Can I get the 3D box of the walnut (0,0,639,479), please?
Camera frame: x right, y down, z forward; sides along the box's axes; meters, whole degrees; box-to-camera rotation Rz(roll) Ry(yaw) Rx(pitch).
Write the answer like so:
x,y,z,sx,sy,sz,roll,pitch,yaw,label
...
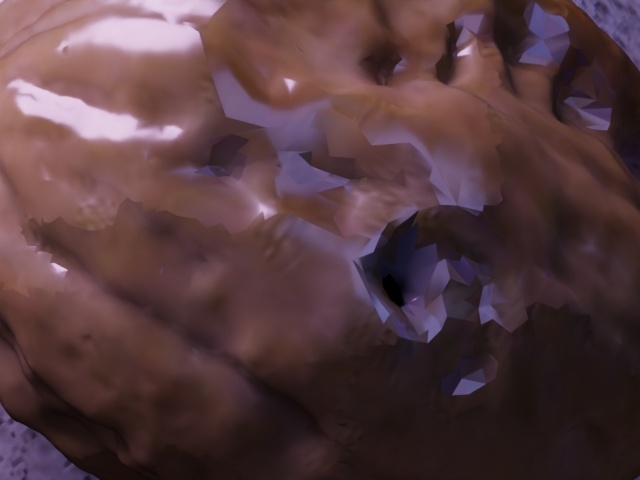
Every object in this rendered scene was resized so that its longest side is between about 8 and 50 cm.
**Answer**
x,y,z,sx,sy,sz,roll,pitch,yaw,label
0.000,0.000,0.452,0.245,0.198,0.198,27,59,-21,walnut
